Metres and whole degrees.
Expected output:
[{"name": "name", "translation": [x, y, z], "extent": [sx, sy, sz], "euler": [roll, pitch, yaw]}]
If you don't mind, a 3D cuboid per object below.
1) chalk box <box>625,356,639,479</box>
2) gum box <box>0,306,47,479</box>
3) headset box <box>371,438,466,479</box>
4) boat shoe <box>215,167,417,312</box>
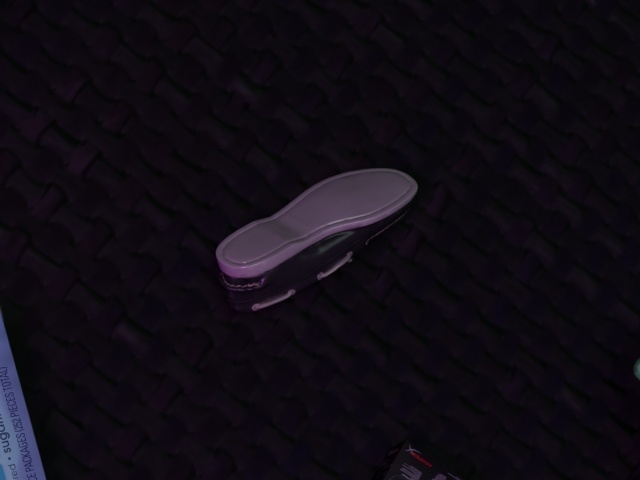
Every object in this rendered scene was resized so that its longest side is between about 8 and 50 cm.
[{"name": "chalk box", "translation": [0.265, 0.122, 1.033], "extent": [0.213, 0.132, 0.132], "euler": [46, 66, 0]}, {"name": "gum box", "translation": [-0.226, 0.128, 0.929], "extent": [0.184, 0.041, 0.157], "euler": [-13, 79, -21]}, {"name": "headset box", "translation": [0.046, 0.157, 1.009], "extent": [0.062, 0.032, 0.083], "euler": [34, 68, -4]}, {"name": "boat shoe", "translation": [0.000, 0.000, 1.039], "extent": [0.125, 0.038, 0.046], "euler": [-30, 42, -28]}]
